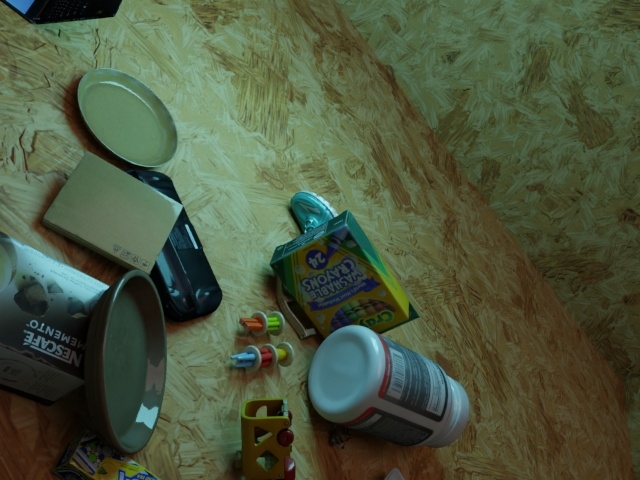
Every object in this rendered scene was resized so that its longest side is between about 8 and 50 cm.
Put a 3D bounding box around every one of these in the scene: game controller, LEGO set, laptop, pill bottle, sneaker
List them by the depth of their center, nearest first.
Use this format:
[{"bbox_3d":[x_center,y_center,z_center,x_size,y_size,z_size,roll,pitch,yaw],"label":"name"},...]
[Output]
[{"bbox_3d":[-0.297,0.003,1.257,0.319,0.067,0.166,65,19,8],"label":"game controller"},{"bbox_3d":[-0.534,-0.557,1.307,0.137,0.264,0.234,79,11,-48],"label":"laptop"},{"bbox_3d":[0.038,0.425,1.392,0.083,0.023,0.054,35,40,-53],"label":"LEGO set"},{"bbox_3d":[0.163,0.343,1.448,0.363,0.210,0.210,31,42,-37],"label":"pill bottle"},{"bbox_3d":[0.000,0.000,1.613,0.110,0.107,0.275,-21,81,-48],"label":"sneaker"}]

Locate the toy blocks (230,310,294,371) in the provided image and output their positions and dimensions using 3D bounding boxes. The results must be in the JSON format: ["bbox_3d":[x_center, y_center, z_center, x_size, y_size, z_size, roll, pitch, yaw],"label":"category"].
[{"bbox_3d":[-0.130,0.204,1.310,0.148,0.054,0.123,5,61,-51],"label":"toy blocks"}]

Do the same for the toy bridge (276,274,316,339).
[{"bbox_3d":[-0.070,0.135,1.472,0.063,0.026,0.188,-1,65,-53],"label":"toy bridge"}]

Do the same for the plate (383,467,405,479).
[{"bbox_3d":[0.153,0.659,1.329,0.277,0.045,0.278,-22,83,-56],"label":"plate"}]

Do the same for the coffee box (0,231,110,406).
[{"bbox_3d":[-0.461,0.091,0.896,0.297,0.118,0.168,35,39,-32],"label":"coffee box"}]

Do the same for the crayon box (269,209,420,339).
[{"bbox_3d":[0.061,0.115,1.459,0.323,0.203,0.083,54,22,-20],"label":"crayon box"}]

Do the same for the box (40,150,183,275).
[{"bbox_3d":[-0.366,-0.048,1.156,0.201,0.021,0.164,31,54,-17],"label":"box"}]

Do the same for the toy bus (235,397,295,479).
[{"bbox_3d":[-0.100,0.384,1.155,0.104,0.191,0.202,-1,53,-4],"label":"toy bus"}]

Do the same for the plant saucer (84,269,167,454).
[{"bbox_3d":[-0.295,0.184,0.990,0.278,0.041,0.278,-1,90,-86],"label":"plant saucer"}]

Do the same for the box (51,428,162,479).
[{"bbox_3d":[-0.304,0.355,0.953,0.169,0.054,0.059,44,35,-21],"label":"box"}]

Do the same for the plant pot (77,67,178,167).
[{"bbox_3d":[-0.400,-0.248,1.335,0.236,0.032,0.236,33,40,-33],"label":"plant pot"}]
